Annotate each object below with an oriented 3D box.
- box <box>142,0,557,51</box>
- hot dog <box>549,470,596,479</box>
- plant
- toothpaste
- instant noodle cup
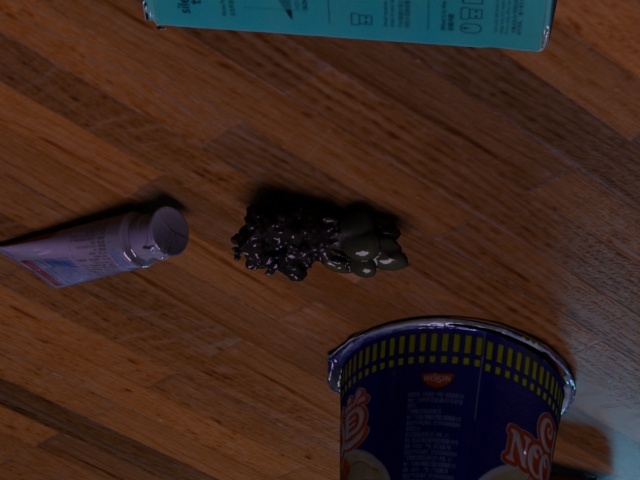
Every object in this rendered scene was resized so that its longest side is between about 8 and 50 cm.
[{"bbox_3d":[0.021,-0.252,1.212,0.311,0.118,0.205,4,143,7],"label":"box"},{"bbox_3d":[0.236,0.319,2.070,0.269,0.072,0.109,10,145,-6],"label":"hot dog"},{"bbox_3d":[0.000,0.000,1.642,0.174,0.085,0.087,5,171,-5],"label":"plant"},{"bbox_3d":[-0.234,0.012,1.729,0.234,0.057,0.089,-14,139,40],"label":"toothpaste"},{"bbox_3d":[0.128,0.284,1.821,0.284,0.312,0.284,6,146,4],"label":"instant noodle cup"}]
